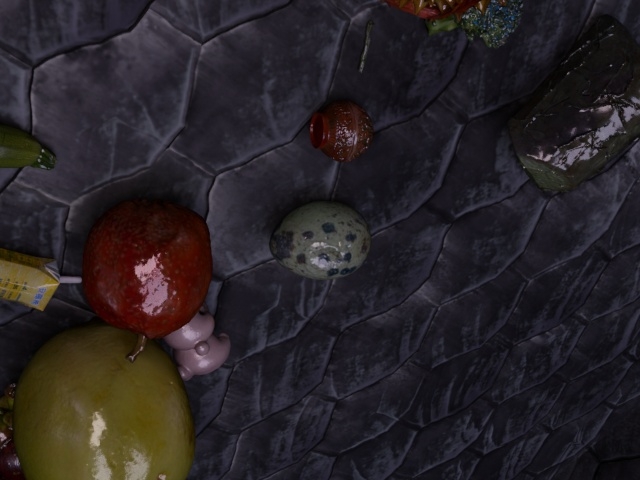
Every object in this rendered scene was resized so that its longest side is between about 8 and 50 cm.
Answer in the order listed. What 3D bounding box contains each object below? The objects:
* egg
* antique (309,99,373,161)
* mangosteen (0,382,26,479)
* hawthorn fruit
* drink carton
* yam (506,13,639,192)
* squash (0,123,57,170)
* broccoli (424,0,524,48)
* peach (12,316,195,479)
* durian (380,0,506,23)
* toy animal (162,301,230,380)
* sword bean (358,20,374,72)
[{"bbox_3d":[0.000,0.000,1.323,0.181,0.141,0.141,-4,130,-14],"label":"egg"},{"bbox_3d":[0.038,-0.176,1.220,0.104,0.104,0.104,-14,133,-16],"label":"antique"},{"bbox_3d":[-0.541,0.337,1.345,0.145,0.156,0.181,-16,108,27],"label":"mangosteen"},{"bbox_3d":[-0.267,0.062,1.168,0.205,0.205,0.253,3,95,-29],"label":"hawthorn fruit"},{"bbox_3d":[-0.465,0.060,1.181,0.200,0.074,0.084,19,117,-36],"label":"drink carton"},{"bbox_3d":[0.466,-0.221,1.348,0.271,0.201,0.202,-36,134,14],"label":"yam"},{"bbox_3d":[-0.479,-0.134,1.012,0.252,0.066,0.066,4,125,-31],"label":"squash"},{"bbox_3d":[0.225,-0.357,1.149,0.160,0.167,0.154,-10,132,33],"label":"broccoli"},{"bbox_3d":[-0.357,0.294,1.251,0.281,0.314,0.316,-11,96,-16],"label":"peach"},{"bbox_3d":[0.155,-0.444,0.908,0.384,0.348,0.348,-11,132,-7],"label":"durian"},{"bbox_3d":[-0.238,0.145,1.348,0.124,0.124,0.213,-23,128,-8],"label":"toy animal"},{"bbox_3d":[0.072,-0.304,1.190,0.012,0.012,0.083,-6,129,-23],"label":"sword bean"}]
